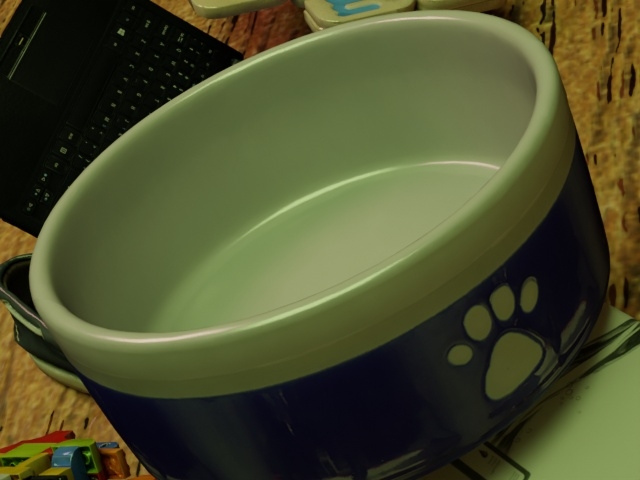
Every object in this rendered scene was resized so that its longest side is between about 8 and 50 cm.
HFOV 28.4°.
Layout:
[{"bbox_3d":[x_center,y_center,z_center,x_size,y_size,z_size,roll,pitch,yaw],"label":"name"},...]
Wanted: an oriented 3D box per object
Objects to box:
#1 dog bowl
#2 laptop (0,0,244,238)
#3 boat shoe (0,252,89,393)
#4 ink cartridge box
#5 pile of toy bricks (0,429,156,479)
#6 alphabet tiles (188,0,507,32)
[{"bbox_3d":[0.000,0.000,0.612,0.265,0.104,0.265,-19,30,11],"label":"dog bowl"},{"bbox_3d":[-0.089,-0.095,0.866,0.136,0.264,0.234,-42,24,50],"label":"laptop"},{"bbox_3d":[-0.101,0.054,0.776,0.254,0.079,0.095,15,58,38],"label":"boat shoe"},{"bbox_3d":[0.107,0.107,0.599,0.148,0.086,0.203,-43,43,-13],"label":"ink cartridge box"},{"bbox_3d":[-0.097,0.154,0.684,0.212,0.118,0.105,-8,12,39],"label":"pile of toy bricks"},{"bbox_3d":[0.022,-0.227,0.948,0.278,0.021,0.284,-15,38,-13],"label":"alphabet tiles"}]
